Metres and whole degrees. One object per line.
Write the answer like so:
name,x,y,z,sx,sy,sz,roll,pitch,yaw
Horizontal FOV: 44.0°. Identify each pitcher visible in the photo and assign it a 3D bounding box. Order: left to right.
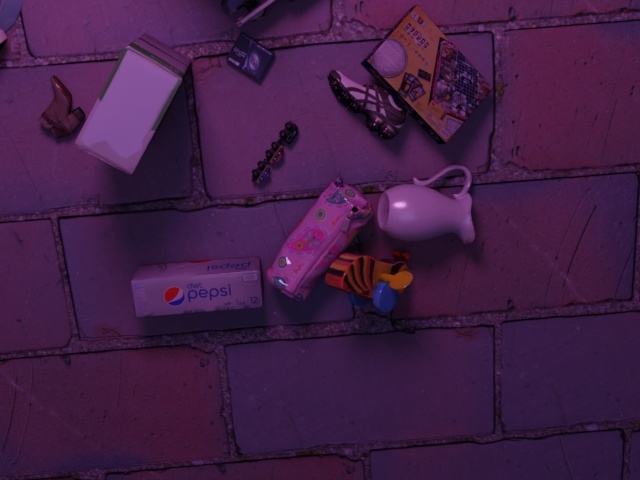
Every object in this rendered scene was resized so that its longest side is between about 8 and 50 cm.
pitcher,0.236,-0.084,1.744,0.207,0.125,0.178,4,88,-15

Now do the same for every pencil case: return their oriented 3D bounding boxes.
pencil case,0.000,0.000,1.751,0.124,0.124,0.284,35,104,-13

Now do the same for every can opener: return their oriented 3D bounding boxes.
can opener,-0.071,-0.532,1.596,0.283,0.076,0.095,-35,107,8

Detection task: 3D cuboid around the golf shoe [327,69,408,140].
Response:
golf shoe,0.102,-0.306,1.688,0.198,0.077,0.094,41,85,-16

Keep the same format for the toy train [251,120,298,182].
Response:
toy train,-0.099,-0.189,1.733,0.036,0.027,0.158,31,104,-23

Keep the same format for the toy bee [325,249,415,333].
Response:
toy bee,0.129,0.081,1.778,0.195,0.298,0.162,16,76,23

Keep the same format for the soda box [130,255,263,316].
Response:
soda box,-0.273,0.102,1.782,0.286,0.098,0.091,-5,110,-1

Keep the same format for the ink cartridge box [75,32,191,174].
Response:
ink cartridge box,-0.357,-0.278,1.555,0.121,0.289,0.211,28,105,-14

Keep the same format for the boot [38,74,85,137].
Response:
boot,-0.559,-0.277,1.675,0.087,0.042,0.118,-31,107,10

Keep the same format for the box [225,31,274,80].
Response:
box,-0.148,-0.388,1.668,0.083,0.018,0.067,31,104,-12

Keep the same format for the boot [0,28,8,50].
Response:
boot,-0.772,-0.397,1.605,0.244,0.088,0.176,-34,105,12

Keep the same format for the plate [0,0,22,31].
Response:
plate,-0.701,-0.503,1.603,0.188,0.024,0.188,-1,109,-2

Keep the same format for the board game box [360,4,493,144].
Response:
board game box,0.225,-0.345,1.661,0.243,0.042,0.165,44,81,-14
